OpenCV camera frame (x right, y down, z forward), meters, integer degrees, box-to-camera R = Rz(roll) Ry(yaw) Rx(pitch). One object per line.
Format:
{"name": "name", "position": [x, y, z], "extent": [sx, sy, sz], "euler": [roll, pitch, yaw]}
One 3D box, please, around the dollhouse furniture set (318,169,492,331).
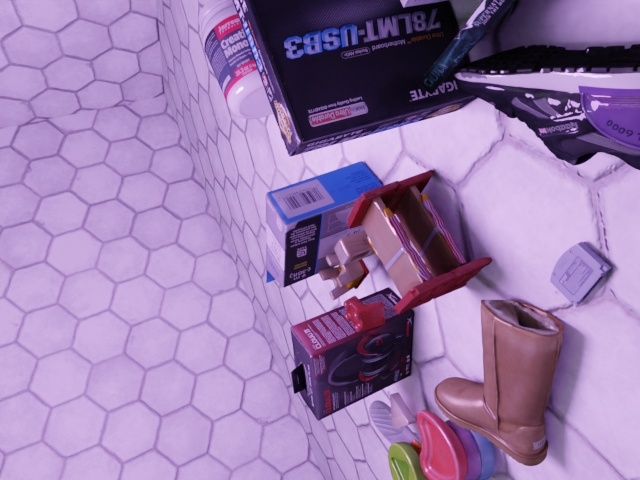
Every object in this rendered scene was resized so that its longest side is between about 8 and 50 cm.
{"name": "dollhouse furniture set", "position": [0.138, 0.056, 0.955], "extent": [0.201, 0.152, 0.374], "euler": [64, 159, 19]}

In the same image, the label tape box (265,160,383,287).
{"name": "label tape box", "position": [0.000, 0.000, 1.127], "extent": [0.105, 0.241, 0.333], "euler": [55, 155, 31]}

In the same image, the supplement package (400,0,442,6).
{"name": "supplement package", "position": [0.149, -0.411, 0.524], "extent": [0.203, 0.150, 0.194], "euler": [67, 159, 8]}

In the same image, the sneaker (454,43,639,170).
{"name": "sneaker", "position": [0.261, -0.147, 0.552], "extent": [0.283, 0.107, 0.124], "euler": [37, 148, 56]}

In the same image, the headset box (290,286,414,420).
{"name": "headset box", "position": [0.064, 0.266, 1.123], "extent": [0.110, 0.294, 0.217], "euler": [45, 147, 49]}

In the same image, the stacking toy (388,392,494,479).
{"name": "stacking toy", "position": [0.274, 0.493, 1.074], "extent": [0.279, 0.131, 0.308], "euler": [-149, 55, -64]}

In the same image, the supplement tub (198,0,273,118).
{"name": "supplement tub", "position": [-0.188, -0.472, 1.248], "extent": [0.272, 0.191, 0.191], "euler": [66, 159, 11]}

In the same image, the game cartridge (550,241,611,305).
{"name": "game cartridge", "position": [0.338, 0.042, 0.640], "extent": [0.056, 0.017, 0.083], "euler": [53, 153, 31]}

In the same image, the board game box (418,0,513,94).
{"name": "board game box", "position": [0.197, -0.267, 0.573], "extent": [0.026, 0.126, 0.186], "euler": [40, 156, -2]}

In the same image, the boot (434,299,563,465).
{"name": "boot", "position": [0.289, 0.213, 0.821], "extent": [0.236, 0.089, 0.269], "euler": [21, 129, 48]}

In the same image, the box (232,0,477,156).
{"name": "box", "position": [0.046, -0.296, 0.678], "extent": [0.293, 0.296, 0.073], "euler": [71, 161, 2]}

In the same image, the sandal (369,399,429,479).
{"name": "sandal", "position": [0.233, 0.498, 1.209], "extent": [0.265, 0.076, 0.102], "euler": [52, 132, 15]}
